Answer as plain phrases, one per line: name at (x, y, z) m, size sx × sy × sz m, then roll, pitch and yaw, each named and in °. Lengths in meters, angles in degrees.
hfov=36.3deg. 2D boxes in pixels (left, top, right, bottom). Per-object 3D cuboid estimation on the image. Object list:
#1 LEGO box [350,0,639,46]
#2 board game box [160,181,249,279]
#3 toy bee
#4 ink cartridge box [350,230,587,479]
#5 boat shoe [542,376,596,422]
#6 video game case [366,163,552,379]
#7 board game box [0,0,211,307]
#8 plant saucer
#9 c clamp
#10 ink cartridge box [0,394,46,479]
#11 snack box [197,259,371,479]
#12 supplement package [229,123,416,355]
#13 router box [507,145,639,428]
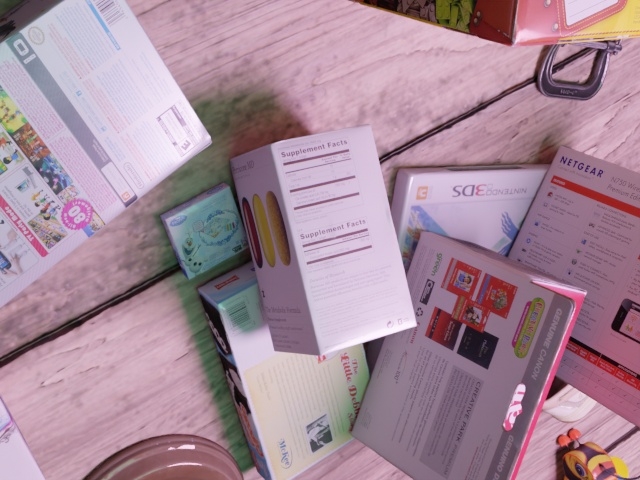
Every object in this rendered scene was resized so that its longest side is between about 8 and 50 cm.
LEGO box at (0.289, -0.358, 1.097) m, size 0.500 × 0.372 × 0.193 m, roll -11°, pitch 116°, yaw -30°
board game box at (-0.139, -0.012, 1.191) m, size 0.090 × 0.020 × 0.090 m, roll -29°, pitch 125°, yaw -20°
toy bee at (0.486, 0.422, 1.744) m, size 0.195 × 0.162 × 0.298 m, roll -5°, pitch 139°, yaw -41°
ink cartridge box at (0.213, 0.179, 1.291) m, size 0.130 × 0.272 × 0.309 m, roll 12°, pitch 100°, yaw -41°
boat shoe at (0.460, 0.164, 1.619) m, size 0.098 × 0.109 × 0.302 m, roll 31°, pitch 97°, yaw -40°
video game case at (0.215, 0.050, 1.445) m, size 0.300 × 0.036 × 0.329 m, roll -5°, pitch 113°, yaw -32°
board game box at (-0.295, -0.103, 0.998) m, size 0.303 × 0.097 × 0.224 m, roll -40°, pitch 126°, yaw -14°
plant saucer at (-0.217, 0.390, 1.308) m, size 0.278 × 0.041 × 0.277 m, roll -13°, pitch 117°, yaw -29°
c clamp at (0.381, -0.270, 1.426) m, size 0.161 × 0.022 × 0.137 m, roll -7°, pitch 120°, yaw -33°
ink cartridge box at (-0.417, 0.201, 0.986) m, size 0.197 × 0.198 × 0.270 m, roll -29°, pitch 125°, yaw -20°
snack box at (-0.033, 0.162, 1.313) m, size 0.187 × 0.060 × 0.322 m, roll -28°, pitch 123°, yaw -23°
supplement package at (0.000, 0.000, 1.159) m, size 0.134 × 0.139 × 0.244 m, roll -14°, pitch 92°, yaw -26°
router box at (0.405, 0.059, 1.339) m, size 0.082 × 0.335 × 0.301 m, roll 19°, pitch 99°, yaw -37°
